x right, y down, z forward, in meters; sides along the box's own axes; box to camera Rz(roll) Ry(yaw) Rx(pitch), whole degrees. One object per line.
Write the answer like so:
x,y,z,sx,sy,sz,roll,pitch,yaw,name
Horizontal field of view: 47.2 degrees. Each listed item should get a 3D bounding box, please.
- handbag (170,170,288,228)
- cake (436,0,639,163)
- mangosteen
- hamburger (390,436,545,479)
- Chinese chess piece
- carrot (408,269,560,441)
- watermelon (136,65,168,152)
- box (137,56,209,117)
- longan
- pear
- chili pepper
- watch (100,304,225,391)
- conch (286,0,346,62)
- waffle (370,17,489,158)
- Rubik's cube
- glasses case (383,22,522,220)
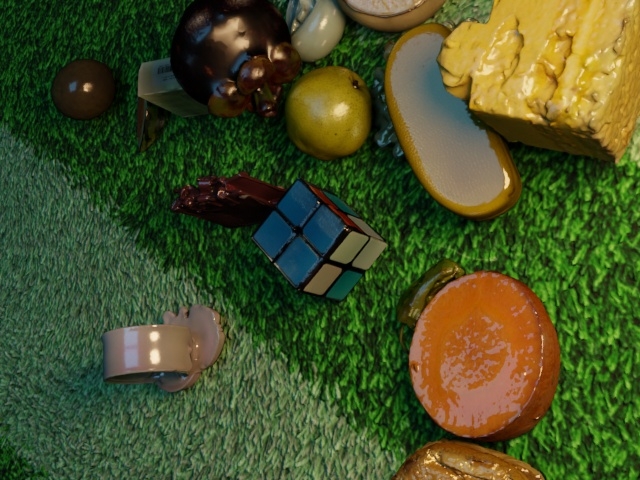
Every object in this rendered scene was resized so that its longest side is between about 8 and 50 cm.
-0.194,-0.090,1.622,0.203,0.216,0.074,-10,73,33,handbag
0.352,-0.273,1.158,0.286,0.227,0.222,20,91,36,cake
-0.181,-0.383,1.575,0.233,0.287,0.287,-18,67,63,mangosteen
0.248,0.497,1.245,0.318,0.158,0.318,-8,75,31,hamburger
0.148,-0.570,1.515,0.270,0.112,0.270,0,89,12,Chinese chess piece
0.293,0.203,1.317,0.258,0.100,0.307,1,78,30,carrot
-0.458,-0.360,1.948,0.119,0.063,0.245,-15,77,49,watermelon
-0.312,-0.378,1.784,0.212,0.168,0.095,-1,81,32,box
-0.648,-0.422,2.025,0.185,0.159,0.204,-18,31,46,longan
0.015,-0.265,1.537,0.198,0.198,0.198,-7,76,31,pear
0.192,0.118,1.412,0.073,0.072,0.204,38,98,20,chili pepper
-0.365,0.235,1.652,0.244,0.231,0.196,-18,68,32,watch
-0.017,-0.509,1.652,0.185,0.121,0.221,0,83,42,conch
0.240,-0.301,1.478,0.309,0.056,0.292,-2,82,31,waffle
0.000,0.001,1.498,0.167,0.180,0.183,-50,61,13,Rubik's cube
0.234,-0.206,1.353,0.173,0.141,0.371,-25,78,18,glasses case
